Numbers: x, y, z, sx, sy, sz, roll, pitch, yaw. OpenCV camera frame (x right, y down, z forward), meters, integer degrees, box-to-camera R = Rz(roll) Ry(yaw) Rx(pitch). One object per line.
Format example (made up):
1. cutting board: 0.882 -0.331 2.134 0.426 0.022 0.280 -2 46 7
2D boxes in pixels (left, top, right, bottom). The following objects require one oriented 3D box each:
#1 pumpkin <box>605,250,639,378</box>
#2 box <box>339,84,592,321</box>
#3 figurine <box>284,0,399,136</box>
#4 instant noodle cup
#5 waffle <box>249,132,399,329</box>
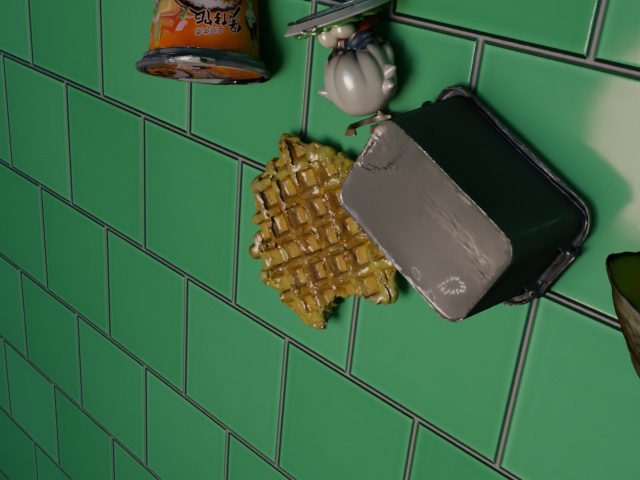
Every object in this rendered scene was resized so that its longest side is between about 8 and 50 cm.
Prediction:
1. pumpkin: 0.353 0.143 0.659 0.312 0.169 0.148 30 122 35
2. box: 0.142 -0.035 0.839 0.243 0.135 0.163 51 134 21
3. figurine: 0.039 -0.192 0.909 0.132 0.132 0.154 -1 115 46
4. instant noodle cup: -0.149 -0.279 1.041 0.208 0.177 0.126 -162 76 -75
5. waffle: 0.001 -0.001 1.058 0.291 0.051 0.291 17 116 40
